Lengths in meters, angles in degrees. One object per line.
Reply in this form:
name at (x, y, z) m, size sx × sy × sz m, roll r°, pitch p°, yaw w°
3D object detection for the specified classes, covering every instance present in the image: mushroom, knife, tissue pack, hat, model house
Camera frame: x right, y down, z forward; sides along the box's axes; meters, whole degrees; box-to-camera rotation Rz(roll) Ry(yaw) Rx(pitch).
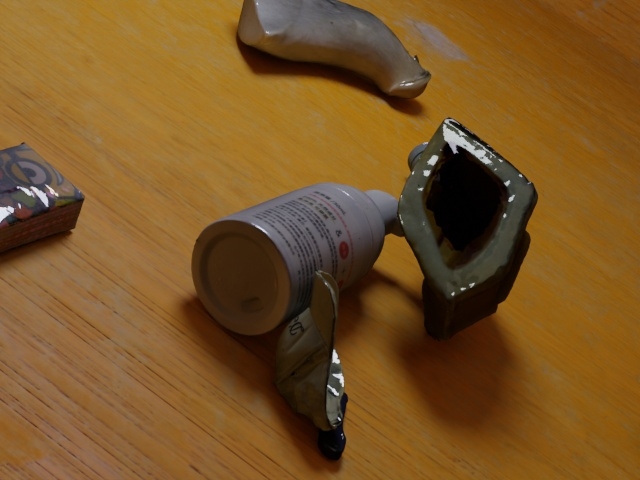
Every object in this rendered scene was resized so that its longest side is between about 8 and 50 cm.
mushroom at (0.034, -0.367, 1.915) m, size 0.397 × 0.126 × 0.177 m, roll 10°, pitch 46°, yaw -32°
knife at (0.018, 0.204, 1.171) m, size 0.031 × 0.018 × 0.121 m, roll 22°, pitch 30°, yaw -2°
tissue pack at (-0.354, -0.047, 1.162) m, size 0.109 × 0.060 × 0.148 m, roll 39°, pitch 30°, yaw 15°
hat at (-0.009, 0.118, 1.153) m, size 0.081 × 0.166 × 0.122 m, roll 5°, pitch 9°, yaw -2°
model house at (0.187, 0.018, 1.413) m, size 0.173 × 0.239 × 0.268 m, roll 23°, pitch 62°, yaw 16°

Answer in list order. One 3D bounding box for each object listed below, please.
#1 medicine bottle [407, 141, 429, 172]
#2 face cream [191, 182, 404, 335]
medicine bottle at (0.201, -0.072, 1.664) m, size 0.090 × 0.090 × 0.216 m, roll 15°, pitch 34°, yaw -26°
face cream at (0.000, 0.000, 1.333) m, size 0.145 × 0.145 × 0.370 m, roll 41°, pitch 30°, yaw 16°
